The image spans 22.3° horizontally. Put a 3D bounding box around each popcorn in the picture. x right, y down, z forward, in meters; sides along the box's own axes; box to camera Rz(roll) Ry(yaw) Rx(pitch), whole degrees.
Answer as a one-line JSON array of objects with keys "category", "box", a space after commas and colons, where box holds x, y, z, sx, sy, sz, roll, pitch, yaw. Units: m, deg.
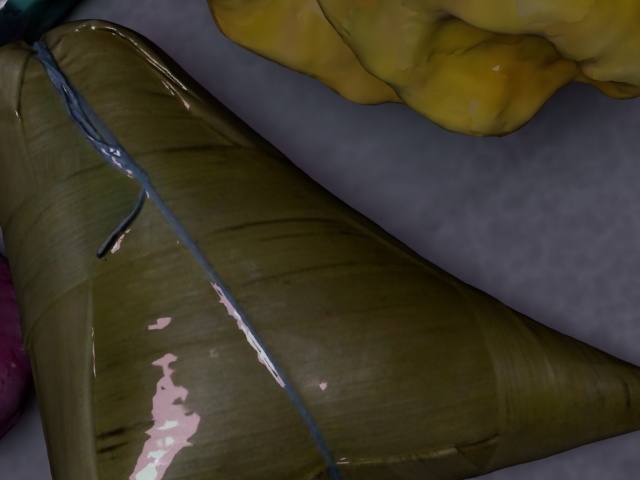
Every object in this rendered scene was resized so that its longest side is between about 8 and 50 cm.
[{"category": "popcorn", "box": [0.055, -0.198, 0.571, 0.297, 0.281, 0.316, -45, 61, 37]}]

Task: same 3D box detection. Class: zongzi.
[{"category": "zongzi", "box": [0.000, 0.000, 0.648, 0.256, 0.115, 0.228, -15, 71, -5]}]

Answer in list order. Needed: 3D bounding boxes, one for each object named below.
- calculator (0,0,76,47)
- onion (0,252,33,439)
[{"category": "calculator", "box": [-0.247, -0.130, 0.722, 0.274, 0.058, 0.248, -45, 80, 6]}, {"category": "onion", "box": [-0.175, 0.042, 0.675, 0.115, 0.104, 0.115, -1, 71, 3]}]
